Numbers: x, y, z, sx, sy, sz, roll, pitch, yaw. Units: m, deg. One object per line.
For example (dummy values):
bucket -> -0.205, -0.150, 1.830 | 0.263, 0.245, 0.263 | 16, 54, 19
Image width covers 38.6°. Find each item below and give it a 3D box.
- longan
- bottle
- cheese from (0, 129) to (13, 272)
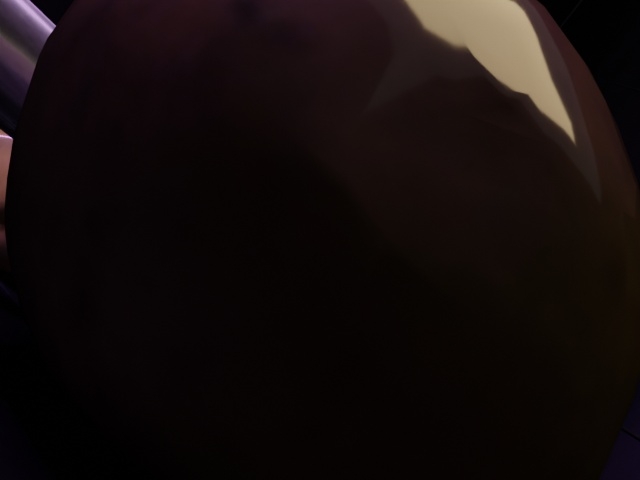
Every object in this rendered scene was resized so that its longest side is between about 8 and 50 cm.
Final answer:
longan -> 0.000, 0.000, 0.527 | 0.404, 0.336, 0.405 | 50, -31, 46
bottle -> -0.193, -0.098, 0.640 | 0.096, 0.080, 0.254 | 0, -26, 28
cheese -> -0.244, -0.020, 0.870 | 0.259, 0.128, 0.316 | 38, -8, -15
